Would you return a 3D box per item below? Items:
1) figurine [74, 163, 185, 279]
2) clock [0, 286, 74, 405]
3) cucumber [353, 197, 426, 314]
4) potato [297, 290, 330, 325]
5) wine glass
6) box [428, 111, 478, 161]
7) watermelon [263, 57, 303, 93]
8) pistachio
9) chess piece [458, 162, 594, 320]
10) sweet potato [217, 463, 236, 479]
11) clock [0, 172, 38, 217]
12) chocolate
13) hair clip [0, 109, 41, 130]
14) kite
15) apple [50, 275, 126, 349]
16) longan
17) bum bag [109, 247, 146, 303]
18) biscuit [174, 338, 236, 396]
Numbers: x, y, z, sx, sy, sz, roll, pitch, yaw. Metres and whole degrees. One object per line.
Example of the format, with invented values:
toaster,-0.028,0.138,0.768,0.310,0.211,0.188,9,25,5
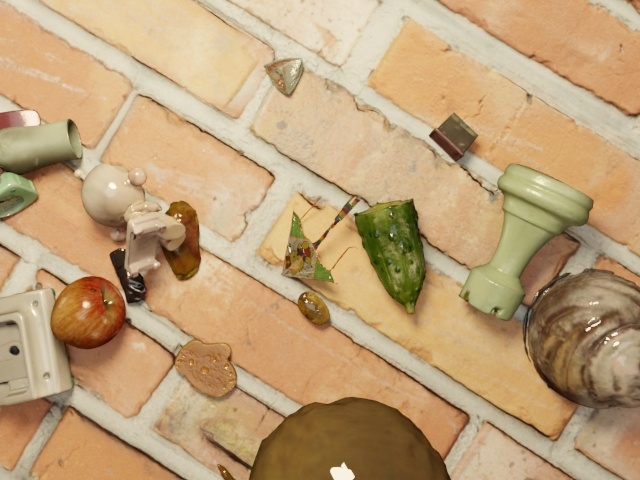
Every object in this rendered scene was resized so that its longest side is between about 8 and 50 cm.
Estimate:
figurine,-0.407,-0.059,1.338,0.144,0.182,0.256,-36,63,-23
clock,-0.677,0.236,1.358,0.262,0.116,0.231,-12,89,-1
cucumber,0.162,0.036,1.361,0.134,0.134,0.245,-14,93,0
potato,-0.014,0.146,1.396,0.051,0.040,0.083,-44,89,5
wine glass,-0.626,-0.190,1.365,0.230,0.103,0.103,-12,90,-4
box,0.286,-0.223,1.392,0.084,0.060,0.063,44,82,0
watermelon,-0.074,-0.364,1.386,0.085,0.061,0.085,1,96,7
pistachio,-0.305,0.000,1.391,0.089,0.049,0.173,-4,90,1
chess piece,0.406,0.011,1.339,0.194,0.194,0.299,25,99,0
sweet potato,-0.183,0.527,1.403,0.026,0.026,0.115,-44,91,0
clock,-0.673,-0.086,1.366,0.135,0.101,0.041,-32,76,3
chocolate,0.587,0.206,1.316,0.303,0.213,0.303,0,91,0
hair clip,-0.674,-0.250,1.404,0.137,0.022,0.054,-8,93,0
kite,0.000,0.000,1.367,0.244,0.006,0.198,-44,64,21
apple,-0.482,0.152,1.345,0.131,0.146,0.146,-32,90,17
longan,0.061,0.525,1.229,0.403,0.404,0.436,-4,86,0
bum bag,-0.412,0.074,1.398,0.057,0.034,0.125,-24,90,14
biscuit,-0.237,0.268,1.404,0.140,0.023,0.118,44,89,1
